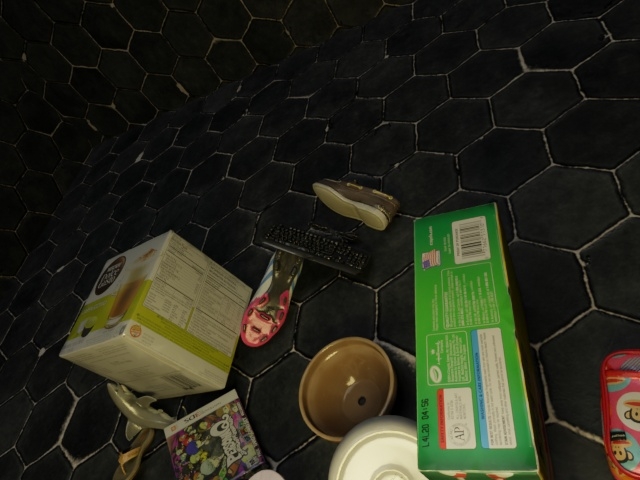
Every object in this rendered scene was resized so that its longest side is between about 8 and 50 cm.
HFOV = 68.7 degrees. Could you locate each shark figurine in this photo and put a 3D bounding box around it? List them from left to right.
[{"bbox_3d":[-0.494,0.523,1.341,0.278,0.166,0.116,18,47,15],"label":"shark figurine"}]

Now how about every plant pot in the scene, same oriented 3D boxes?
[{"bbox_3d":[0.077,0.353,1.081,0.237,0.110,0.238,-20,46,21],"label":"plant pot"}]

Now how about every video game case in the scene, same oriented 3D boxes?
[{"bbox_3d":[-0.267,0.521,1.180,0.210,0.042,0.232,-27,43,-12],"label":"video game case"}]

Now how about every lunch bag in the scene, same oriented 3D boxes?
[{"bbox_3d":[0.623,0.282,0.758,0.292,0.120,0.258,-5,48,30],"label":"lunch bag"}]

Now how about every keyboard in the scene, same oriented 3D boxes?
[{"bbox_3d":[0.000,0.000,1.391,0.316,0.033,0.201,19,33,12],"label":"keyboard"}]

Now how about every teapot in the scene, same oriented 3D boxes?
[{"bbox_3d":[0.140,0.451,0.904,0.255,0.187,0.253,-9,77,7],"label":"teapot"}]

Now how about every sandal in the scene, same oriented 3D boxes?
[{"bbox_3d":[-0.531,0.598,1.316,0.072,0.049,0.180,-12,32,24],"label":"sandal"}]

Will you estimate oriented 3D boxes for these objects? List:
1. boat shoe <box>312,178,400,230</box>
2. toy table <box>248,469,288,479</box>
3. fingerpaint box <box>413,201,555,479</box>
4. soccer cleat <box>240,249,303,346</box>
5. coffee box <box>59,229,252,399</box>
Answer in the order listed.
[{"bbox_3d":[0.108,-0.135,1.489,0.097,0.117,0.324,-47,46,-16],"label":"boat shoe"},{"bbox_3d":[-0.086,0.621,0.924,0.252,0.161,0.275,-9,49,31],"label":"toy table"},{"bbox_3d":[0.292,0.226,0.843,0.163,0.371,0.445,-12,49,24],"label":"fingerpaint box"},{"bbox_3d":[-0.137,0.163,1.419,0.143,0.115,0.332,132,163,-83],"label":"soccer cleat"},{"bbox_3d":[-0.461,0.229,1.366,0.337,0.338,0.335,-19,44,34],"label":"coffee box"}]
